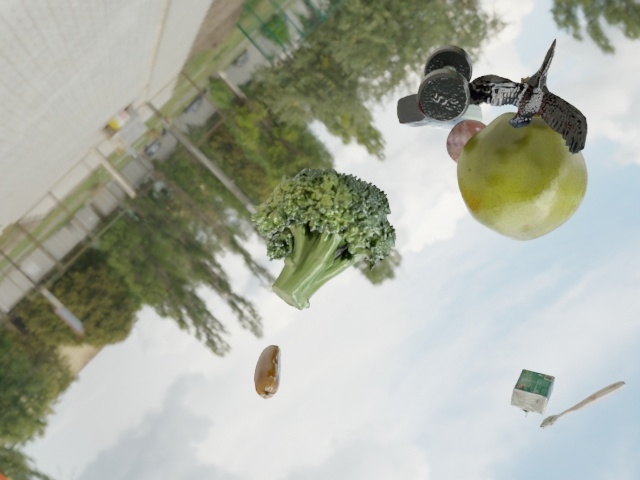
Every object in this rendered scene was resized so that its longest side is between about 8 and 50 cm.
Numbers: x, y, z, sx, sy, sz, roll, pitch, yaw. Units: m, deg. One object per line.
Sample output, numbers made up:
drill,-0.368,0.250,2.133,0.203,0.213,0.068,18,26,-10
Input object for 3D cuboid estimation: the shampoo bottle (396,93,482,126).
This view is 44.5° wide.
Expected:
shampoo bottle,0.293,-0.322,1.994,0.134,0.078,0.359,-6,-178,31

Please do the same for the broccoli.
broccoli,-0.002,-0.018,1.461,0.259,0.235,0.288,-29,153,-8

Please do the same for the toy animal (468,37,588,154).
toy animal,0.417,-0.306,1.564,0.160,0.272,0.197,-26,137,-76

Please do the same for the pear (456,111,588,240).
pear,0.452,-0.142,1.769,0.294,0.294,0.294,-40,-167,11

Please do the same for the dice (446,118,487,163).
dice,0.376,-0.241,1.954,0.091,0.094,0.093,119,-35,-42

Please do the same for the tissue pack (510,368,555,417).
tissue pack,0.518,0.378,1.915,0.085,0.079,0.111,12,-158,22

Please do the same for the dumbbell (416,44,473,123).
dumbbell,0.243,-0.305,1.516,0.100,0.100,0.191,-36,-164,28

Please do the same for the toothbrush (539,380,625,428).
toothbrush,0.674,0.429,2.030,0.029,0.025,0.307,-29,167,-41

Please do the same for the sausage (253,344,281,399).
sausage,-0.104,0.256,1.560,0.062,0.054,0.183,-55,-168,20
